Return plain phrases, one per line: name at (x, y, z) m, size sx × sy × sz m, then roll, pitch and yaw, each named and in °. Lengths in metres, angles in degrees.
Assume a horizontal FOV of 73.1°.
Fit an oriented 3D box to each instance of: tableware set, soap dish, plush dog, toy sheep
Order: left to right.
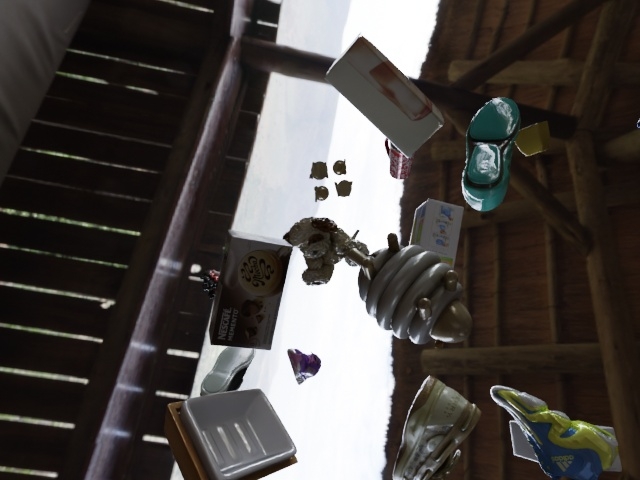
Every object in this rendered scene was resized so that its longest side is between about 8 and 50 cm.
soap dish at (-0.215, 0.480, 1.034) m, size 0.118 × 0.291 × 0.229 m, roll -51°, pitch -122°, yaw 16°
plush dog at (0.000, 0.000, 1.409) m, size 0.262 × 0.225 × 0.210 m, roll -29°, pitch -133°, yaw 28°
tableware set at (0.038, -0.210, 1.495) m, size 0.020 × 0.169 × 0.141 m, roll 26°, pitch -56°, yaw 61°
toy sheep at (0.075, 0.042, 0.382) m, size 0.132 × 0.091 × 0.091 m, roll 41°, pitch -44°, yaw 31°

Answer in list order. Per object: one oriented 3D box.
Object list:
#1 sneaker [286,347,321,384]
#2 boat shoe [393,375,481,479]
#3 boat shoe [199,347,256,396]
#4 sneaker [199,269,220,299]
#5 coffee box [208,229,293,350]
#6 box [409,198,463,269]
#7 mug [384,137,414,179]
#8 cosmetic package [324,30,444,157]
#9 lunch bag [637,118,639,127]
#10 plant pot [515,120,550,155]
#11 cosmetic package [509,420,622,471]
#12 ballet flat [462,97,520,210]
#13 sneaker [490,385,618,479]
sneaker at (-0.049, 0.410, 1.451) m, size 0.236 × 0.105 × 0.095 m, roll 85°, pitch -14°, yaw -60°
boat shoe at (0.178, 0.332, 0.682) m, size 0.104 × 0.089 × 0.285 m, roll -47°, pitch 146°, yaw -38°
boat shoe at (-0.308, 0.446, 1.433) m, size 0.302 × 0.114 × 0.091 m, roll -39°, pitch 143°, yaw -63°
sneaker at (-0.256, 0.167, 1.403) m, size 0.135 × 0.276 × 0.097 m, roll -49°, pitch 165°, yaw -43°
coffee box at (-0.195, 0.135, 1.181) m, size 0.119 × 0.168 × 0.297 m, roll -150°, pitch -108°, yaw -70°
box at (0.311, 0.005, 1.193) m, size 0.114 × 0.103 × 0.203 m, roll 116°, pitch -12°, yaw -77°
mug at (0.338, -0.359, 1.822) m, size 0.169 × 0.113 × 0.150 m, roll 84°, pitch -4°, yaw -54°
cosmetic package at (0.166, -0.374, 1.108) m, size 0.129 × 0.296 × 0.153 m, roll -42°, pitch -162°, yaw 27°
lunch bag at (0.847, -0.306, 1.002) m, size 0.151 × 0.129 × 0.096 m, roll 94°, pitch 14°, yaw -58°
plant pot at (0.638, -0.301, 1.294) m, size 0.081 × 0.081 × 0.083 m, roll -16°, pitch -85°, yaw 49°
cosmetic package at (1.039, 0.881, 1.883) m, size 0.453 × 0.230 × 0.161 m, roll 91°, pitch -1°, yaw -71°
ballet flat at (0.287, -0.144, 0.739) m, size 0.087 × 0.083 × 0.247 m, roll 73°, pitch 34°, yaw -46°
sneaker at (0.430, 0.382, 0.845) m, size 0.240 × 0.091 × 0.126 m, roll 17°, pitch -98°, yaw 52°
